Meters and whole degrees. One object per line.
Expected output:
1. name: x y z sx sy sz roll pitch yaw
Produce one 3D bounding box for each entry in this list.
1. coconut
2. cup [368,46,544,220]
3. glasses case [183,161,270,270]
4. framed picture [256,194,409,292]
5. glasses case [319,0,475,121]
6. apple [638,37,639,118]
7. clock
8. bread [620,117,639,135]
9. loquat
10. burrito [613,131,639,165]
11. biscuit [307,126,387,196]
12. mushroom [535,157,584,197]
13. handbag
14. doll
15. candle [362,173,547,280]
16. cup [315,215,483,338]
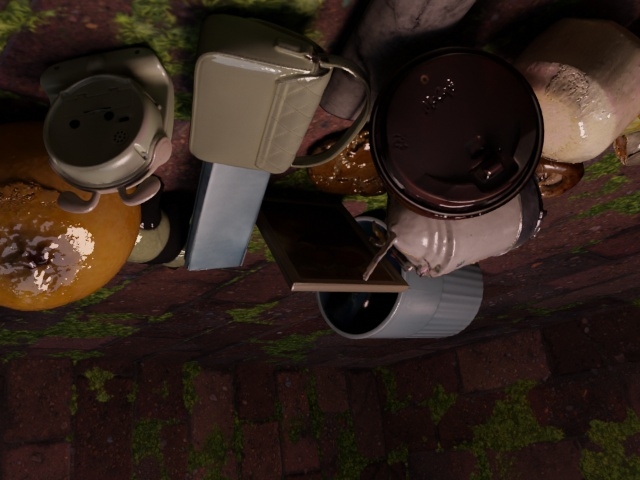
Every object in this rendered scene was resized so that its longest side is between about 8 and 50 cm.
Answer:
1. coconut: 0.326 -0.193 0.747 0.183 0.171 0.171 -42 170 -20
2. cup: 0.155 -0.119 0.753 0.196 0.196 0.280 -8 180 3
3. glasses case: -0.158 -0.056 0.971 0.105 0.056 0.266 -4 140 -26
4. framed picture: 0.000 0.000 1.039 0.211 0.289 0.020 4 119 -27
5. glasses case: 0.095 -0.241 0.679 0.114 0.060 0.299 3 157 -20
6. apple: 0.467 -0.217 0.755 0.146 0.146 0.146 -6 160 -2
7. clock: -0.249 -0.126 0.690 0.151 0.191 0.062 -9 160 5
8. bread: 0.457 -0.201 0.900 0.156 0.064 0.117 -11 164 8
9. loquat: -0.382 -0.036 0.812 0.263 0.263 0.263 -6 160 -2
10. burrito: 0.616 -0.168 1.038 0.226 0.060 0.087 -3 154 -6
11. biscuit: 0.084 -0.127 1.011 0.226 0.042 0.226 -7 160 -3
12. mushroom: 0.383 -0.120 1.071 0.171 0.080 0.135 -15 146 20
13. handbag: -0.054 -0.169 0.759 0.219 0.079 0.256 11 155 -11
14. doll: -0.304 -0.021 1.049 0.144 0.135 0.234 -13 163 23
15. candle: 0.199 -0.033 0.986 0.330 0.187 0.187 -17 166 -26
16. cup: 0.164 0.109 1.365 0.311 0.256 0.331 10 152 -42
